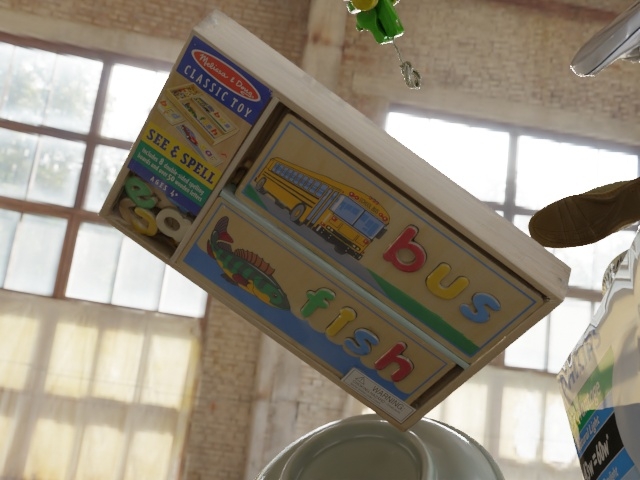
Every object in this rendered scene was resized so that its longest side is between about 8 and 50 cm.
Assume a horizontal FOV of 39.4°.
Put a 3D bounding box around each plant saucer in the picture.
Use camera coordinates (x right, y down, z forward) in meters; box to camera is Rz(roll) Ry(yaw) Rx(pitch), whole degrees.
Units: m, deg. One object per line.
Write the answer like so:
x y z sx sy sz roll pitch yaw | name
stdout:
0.055 0.354 1.225 0.400 0.400 0.100 0 -57 27 | plant saucer

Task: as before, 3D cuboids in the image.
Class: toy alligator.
0.049 -0.235 0.891 0.051 0.190 0.056 -13 9 39 | toy alligator

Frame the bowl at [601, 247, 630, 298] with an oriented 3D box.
0.504 0.095 1.332 0.170 0.080 0.170 11 -56 17 | bowl

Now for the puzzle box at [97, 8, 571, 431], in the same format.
0.000 0.000 0.876 0.409 0.052 0.272 35 -49 -3 | puzzle box

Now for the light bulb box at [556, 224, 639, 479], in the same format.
0.426 0.214 0.910 0.225 0.361 0.358 -4 -34 -4 | light bulb box

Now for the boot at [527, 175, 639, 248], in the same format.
0.505 -0.050 1.654 0.262 0.095 0.203 -22 -4 6 | boot

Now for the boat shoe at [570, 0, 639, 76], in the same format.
0.495 -0.317 1.360 0.084 0.258 0.095 53 -10 -8 | boat shoe
